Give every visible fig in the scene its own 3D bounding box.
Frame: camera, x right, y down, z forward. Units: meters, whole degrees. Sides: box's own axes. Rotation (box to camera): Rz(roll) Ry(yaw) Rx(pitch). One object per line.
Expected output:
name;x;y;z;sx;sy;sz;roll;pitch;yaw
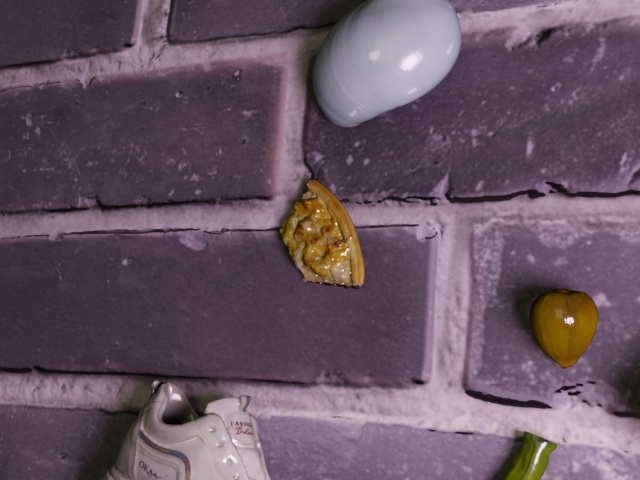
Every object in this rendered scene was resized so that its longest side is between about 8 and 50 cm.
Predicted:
fig;0.268;0.096;1.006;0.074;0.074;0.088;-2;96;25

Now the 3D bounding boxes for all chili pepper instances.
chili pepper;0.187;0.294;1.003;0.201;0.050;0.052;-49;45;4

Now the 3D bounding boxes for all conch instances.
conch;0.073;-0.245;1.180;0.221;0.121;0.185;-31;35;20

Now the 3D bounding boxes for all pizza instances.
pizza;0.000;0.000;1.180;0.099;0.036;0.160;-30;65;16

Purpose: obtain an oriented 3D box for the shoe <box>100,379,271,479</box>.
shoe;-0.118;0.291;1.103;0.342;0.132;0.210;17;87;32
